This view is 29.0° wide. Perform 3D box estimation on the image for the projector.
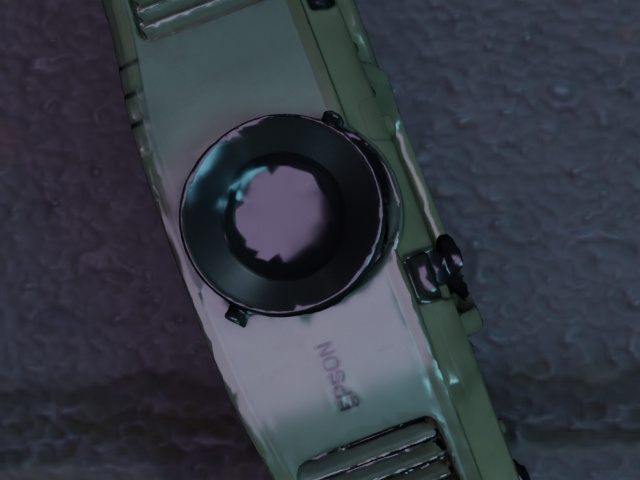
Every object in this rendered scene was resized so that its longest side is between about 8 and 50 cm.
[{"bbox_3d":[0.000,0.000,0.456,0.088,0.193,0.270,-21,83,2],"label":"projector"}]
